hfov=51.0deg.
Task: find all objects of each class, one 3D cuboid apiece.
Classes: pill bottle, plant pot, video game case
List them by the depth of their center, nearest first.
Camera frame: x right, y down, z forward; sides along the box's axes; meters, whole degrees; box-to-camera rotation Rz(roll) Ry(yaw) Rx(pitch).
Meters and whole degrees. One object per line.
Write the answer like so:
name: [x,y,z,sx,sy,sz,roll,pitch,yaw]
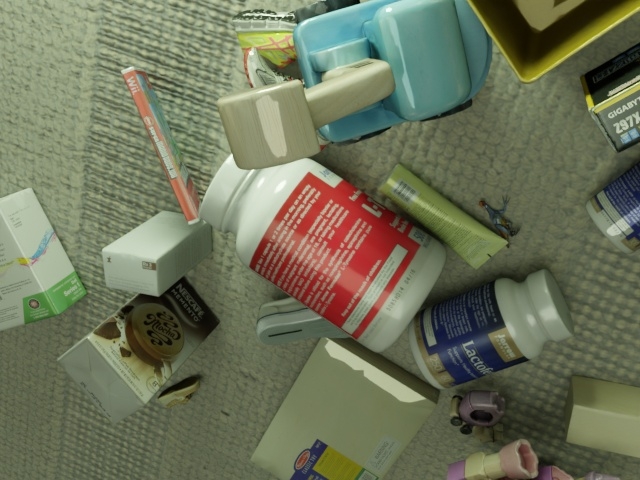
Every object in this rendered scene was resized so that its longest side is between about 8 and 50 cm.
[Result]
plant pot: [0.328,-0.382,0.952,0.212,0.187,0.212,-33,99,28]
pill bottle: [0.528,-0.075,1.055,0.112,0.112,0.186,45,119,-3]
pill bottle: [0.000,0.000,1.198,0.407,0.229,0.229,33,118,3]
pill bottle: [0.304,0.157,1.205,0.264,0.153,0.153,-27,101,26]
video game case: [-0.287,-0.178,1.244,0.025,0.204,0.285,-22,105,-3]

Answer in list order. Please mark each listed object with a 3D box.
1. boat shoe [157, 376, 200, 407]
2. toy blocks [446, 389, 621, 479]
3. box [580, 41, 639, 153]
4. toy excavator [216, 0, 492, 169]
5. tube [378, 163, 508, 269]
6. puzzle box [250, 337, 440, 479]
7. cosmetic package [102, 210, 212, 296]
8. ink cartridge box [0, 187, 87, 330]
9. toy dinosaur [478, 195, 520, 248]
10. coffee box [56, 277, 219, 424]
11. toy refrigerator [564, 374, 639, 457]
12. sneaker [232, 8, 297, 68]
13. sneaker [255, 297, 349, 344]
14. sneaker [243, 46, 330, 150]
boat shoe: [-0.321,0.356,1.561,0.135,0.050,0.045,-27,105,36]
toy blocks: [0.405,0.434,1.196,0.288,0.309,0.260,42,128,-21]
box: [0.522,-0.256,0.901,0.322,0.257,0.079,-29,99,27]
toy excavator: [0.066,-0.229,0.901,0.432,0.445,0.223,-18,106,-7]
tube: [0.215,-0.043,1.209,0.240,0.070,0.062,37,86,-1]
puzzle box: [0.040,0.406,1.455,0.272,0.052,0.409,31,118,4]
cosmetic package: [-0.311,0.020,1.310,0.117,0.231,0.086,9,114,16]
ink cartridge box: [-0.693,0.045,1.514,0.201,0.117,0.278,-16,106,23]
toy dinosaur: [0.310,-0.034,1.189,0.082,0.047,0.090,36,131,22]
coffee box: [-0.358,0.203,1.366,0.118,0.297,0.168,-34,99,31]
toy refrigerator: [0.589,0.334,1.212,0.269,0.102,0.094,8,114,15]
sneaker: [-0.049,-0.345,1.165,0.208,0.081,0.094,11,125,19]
sneaker: [-0.003,0.139,1.336,0.257,0.091,0.094,-6,136,-2]
sneaker: [-0.047,-0.258,1.173,0.092,0.088,0.225,-38,124,19]
